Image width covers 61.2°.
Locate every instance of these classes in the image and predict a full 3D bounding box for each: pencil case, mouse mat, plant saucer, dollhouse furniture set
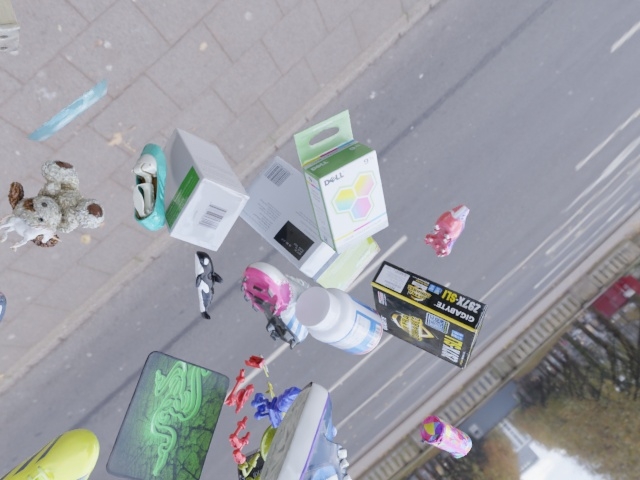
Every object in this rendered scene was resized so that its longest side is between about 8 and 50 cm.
[{"bbox_3d":[0.445,0.699,1.916,0.104,0.104,0.236,-46,130,10],"label":"pencil case"},{"bbox_3d":[-0.233,0.286,0.855,0.153,0.189,0.007,28,152,-28],"label":"mouse mat"},{"bbox_3d":[-0.810,-0.416,1.755,0.318,0.317,0.043,-39,114,-5],"label":"plant saucer"},{"bbox_3d":[-0.756,-0.475,1.140,0.184,0.129,0.129,-20,-176,-31],"label":"dollhouse furniture set"}]

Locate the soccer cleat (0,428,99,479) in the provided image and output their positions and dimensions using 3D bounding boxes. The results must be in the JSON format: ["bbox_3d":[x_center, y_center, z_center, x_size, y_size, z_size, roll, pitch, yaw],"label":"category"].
[{"bbox_3d":[-0.476,0.400,0.835,0.289,0.093,0.121,-34,170,-3],"label":"soccer cleat"}]

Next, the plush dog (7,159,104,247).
[{"bbox_3d":[-0.851,-0.093,1.703,0.225,0.262,0.211,-31,172,-45],"label":"plush dog"}]

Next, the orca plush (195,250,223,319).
[{"bbox_3d":[-0.456,0.184,2.243,0.102,0.286,0.151,-2,180,-3],"label":"orca plush"}]

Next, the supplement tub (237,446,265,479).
[{"bbox_3d":[-0.122,0.810,1.946,0.316,0.193,0.193,-26,157,10],"label":"supplement tub"}]

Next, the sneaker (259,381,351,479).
[{"bbox_3d":[0.030,0.397,0.786,0.130,0.236,0.322,-50,-161,59],"label":"sneaker"}]

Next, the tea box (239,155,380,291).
[{"bbox_3d":[-0.037,-0.035,1.669,0.220,0.329,0.323,-48,151,-2],"label":"tea box"}]

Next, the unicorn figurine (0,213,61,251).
[{"bbox_3d":[-0.838,-0.022,1.530,0.111,0.162,0.060,-53,-171,-31],"label":"unicorn figurine"}]

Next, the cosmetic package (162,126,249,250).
[{"bbox_3d":[-0.361,-0.155,1.561,0.155,0.365,0.196,22,108,-38],"label":"cosmetic package"}]

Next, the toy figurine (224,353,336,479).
[{"bbox_3d":[-0.067,0.452,1.258,0.191,0.218,0.362,-52,142,-50],"label":"toy figurine"}]

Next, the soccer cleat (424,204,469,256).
[{"bbox_3d":[0.340,-0.023,1.446,0.095,0.083,0.248,-41,165,-6],"label":"soccer cleat"}]

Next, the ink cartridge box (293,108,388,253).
[{"bbox_3d":[0.038,-0.093,0.883,0.109,0.062,0.209,-29,129,-19],"label":"ink cartridge box"}]

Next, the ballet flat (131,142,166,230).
[{"bbox_3d":[-0.448,-0.150,1.404,0.083,0.247,0.087,-10,167,15],"label":"ballet flat"}]

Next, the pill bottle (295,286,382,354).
[{"bbox_3d":[0.041,0.179,1.231,0.124,0.124,0.221,-45,140,8],"label":"pill bottle"}]

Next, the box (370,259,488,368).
[{"bbox_3d":[0.263,0.192,1.341,0.079,0.257,0.322,-60,159,-21],"label":"box"}]

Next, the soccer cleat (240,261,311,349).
[{"bbox_3d":[-0.086,0.121,1.247,0.143,0.116,0.331,-55,153,-26],"label":"soccer cleat"}]

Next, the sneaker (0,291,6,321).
[{"bbox_3d":[-0.997,0.177,1.603,0.350,0.131,0.148,-43,-166,38],"label":"sneaker"}]
